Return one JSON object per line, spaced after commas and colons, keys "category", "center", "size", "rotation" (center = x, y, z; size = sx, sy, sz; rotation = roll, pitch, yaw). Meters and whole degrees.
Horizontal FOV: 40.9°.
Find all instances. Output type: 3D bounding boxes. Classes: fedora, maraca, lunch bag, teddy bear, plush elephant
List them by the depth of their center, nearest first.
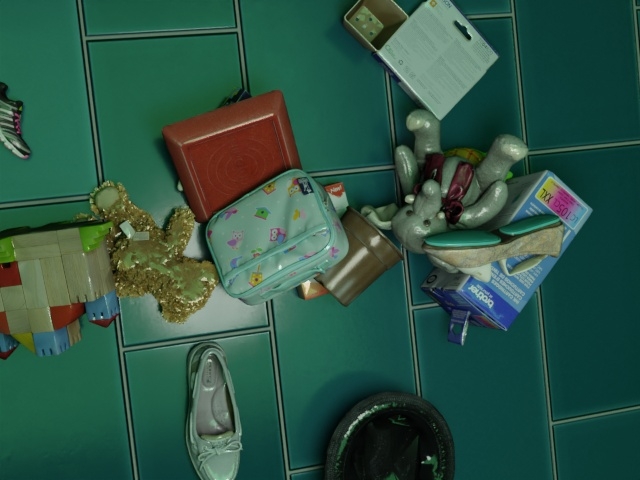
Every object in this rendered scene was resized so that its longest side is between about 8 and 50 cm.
{"category": "lunch bag", "center": [-0.088, -0.003, 1.770], "size": [0.279, 0.108, 0.224], "rotation": [-29, 59, 13]}
{"category": "teddy bear", "center": [-0.373, 0.025, 1.817], "size": [0.338, 0.113, 0.245], "rotation": [21, 79, -7]}
{"category": "plush elephant", "center": [0.242, -0.082, 1.830], "size": [0.272, 0.255, 0.330], "rotation": [25, 129, 16]}
{"category": "fedora", "center": [0.138, 0.494, 1.926], "size": [0.334, 0.152, 0.334], "rotation": [0, 92, -15]}
{"category": "maraca", "center": [0.348, -0.160, 1.981], "size": [0.185, 0.099, 0.127], "rotation": [-7, 71, -2]}

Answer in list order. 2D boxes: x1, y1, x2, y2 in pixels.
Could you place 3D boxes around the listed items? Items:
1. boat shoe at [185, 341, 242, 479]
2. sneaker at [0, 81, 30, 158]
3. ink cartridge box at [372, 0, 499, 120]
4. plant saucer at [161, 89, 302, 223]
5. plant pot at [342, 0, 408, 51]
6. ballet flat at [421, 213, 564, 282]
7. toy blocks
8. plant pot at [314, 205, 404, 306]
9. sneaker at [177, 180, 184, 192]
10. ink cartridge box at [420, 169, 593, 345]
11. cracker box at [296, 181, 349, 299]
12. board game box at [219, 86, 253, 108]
{"category": "boat shoe", "center": [-0.230, 0.383, 1.853], "size": [0.118, 0.103, 0.320], "rotation": [-3, 92, -14]}
{"category": "sneaker", "center": [-0.632, -0.250, 1.750], "size": [0.075, 0.063, 0.170], "rotation": [-31, 94, -5]}
{"category": "ink cartridge box", "center": [0.268, -0.427, 1.987], "size": [0.224, 0.045, 0.223], "rotation": [-46, 102, -10]}
{"category": "plant saucer", "center": [-0.170, -0.161, 1.797], "size": [0.259, 0.048, 0.258], "rotation": [-19, 130, -5]}
{"category": "plant pot", "center": [0.112, -0.489, 1.919], "size": [0.109, 0.096, 0.109], "rotation": [42, 82, -12]}
{"category": "ballet flat", "center": [0.352, 0.025, 1.714], "size": [0.316, 0.107, 0.106], "rotation": [-9, 108, -15]}
{"category": "toy blocks", "center": [-0.556, 0.109, 1.693], "size": [0.381, 0.191, 0.261], "rotation": [-7, 100, 13]}
{"category": "plant pot", "center": [0.063, 0.041, 1.827], "size": [0.167, 0.167, 0.165], "rotation": [44, 87, -12]}
{"category": "sneaker", "center": [-0.283, -0.184, 1.854], "size": [0.075, 0.057, 0.161], "rotation": [26, 86, 3]}
{"category": "ink cartridge box", "center": [0.388, 0.048, 1.917], "size": [0.151, 0.270, 0.395], "rotation": [41, 82, -7]}
{"category": "cracker box", "center": [0.000, 0.000, 1.920], "size": [0.156, 0.067, 0.232], "rotation": [-17, 95, -14]}
{"category": "board game box", "center": [-0.158, -0.222, 1.848], "size": [0.170, 0.048, 0.141], "rotation": [40, 83, -38]}
